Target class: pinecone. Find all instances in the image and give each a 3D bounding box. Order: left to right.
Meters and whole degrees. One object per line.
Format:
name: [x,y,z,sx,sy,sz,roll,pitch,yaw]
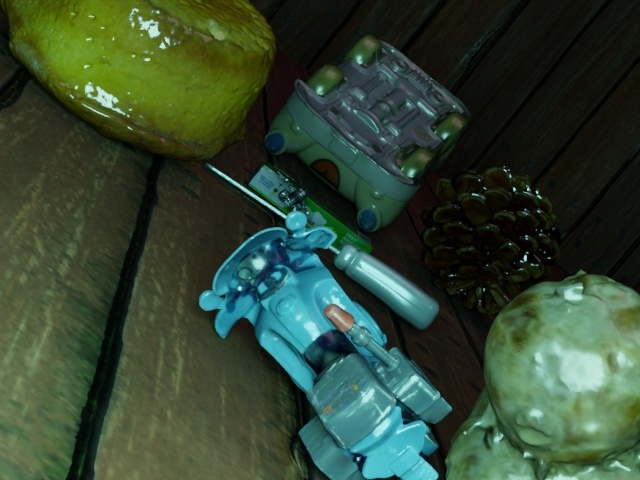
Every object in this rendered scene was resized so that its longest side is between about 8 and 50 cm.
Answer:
pinecone: [0.248,0.006,2.080,0.221,0.221,0.221,38,10,-8]

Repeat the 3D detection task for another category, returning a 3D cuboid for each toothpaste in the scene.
toothpaste: [-0.011,-0.034,1.776,0.178,0.037,0.043,37,13,-11]

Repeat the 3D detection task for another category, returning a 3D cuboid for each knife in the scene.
knife: [0.000,0.000,1.685,0.331,0.044,0.080,35,3,-1]

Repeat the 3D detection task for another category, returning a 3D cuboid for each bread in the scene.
bread: [-0.186,-0.217,1.506,0.312,0.172,0.312,32,24,-16]

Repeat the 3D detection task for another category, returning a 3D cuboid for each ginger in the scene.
ginger: [0.186,0.171,1.088,0.176,0.256,0.375,6,-10,8]

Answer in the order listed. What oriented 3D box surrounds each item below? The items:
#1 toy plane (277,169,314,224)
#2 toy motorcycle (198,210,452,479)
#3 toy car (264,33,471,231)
toy plane: [-0.030,-0.051,1.701,0.078,0.031,0.083,56,-4,-2]
toy motorcycle: [0.005,0.083,1.077,0.182,0.123,0.272,45,4,-33]
toy car: [0.063,-0.151,2.186,0.242,0.226,0.336,40,36,3]
